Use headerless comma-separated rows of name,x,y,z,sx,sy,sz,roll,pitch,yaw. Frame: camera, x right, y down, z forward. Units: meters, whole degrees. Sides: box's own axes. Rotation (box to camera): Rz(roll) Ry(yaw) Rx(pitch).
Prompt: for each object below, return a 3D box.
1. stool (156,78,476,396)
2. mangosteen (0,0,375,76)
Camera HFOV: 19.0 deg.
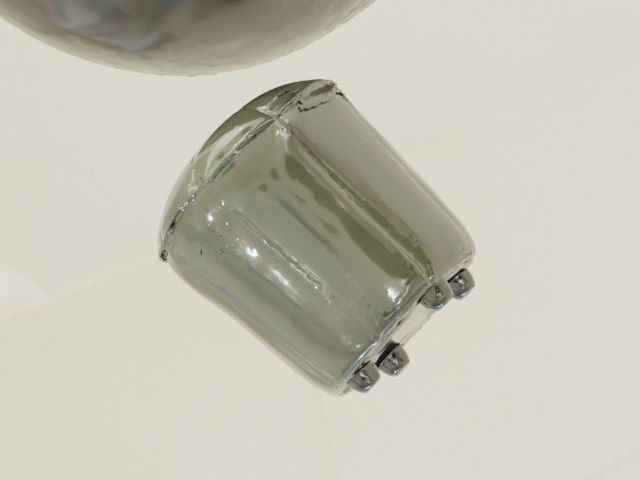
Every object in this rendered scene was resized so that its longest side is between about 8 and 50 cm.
stool,0.000,0.000,0.729,0.110,0.096,0.096,44,95,8
mangosteen,-0.053,-0.205,0.879,0.297,0.313,0.297,-16,45,17
